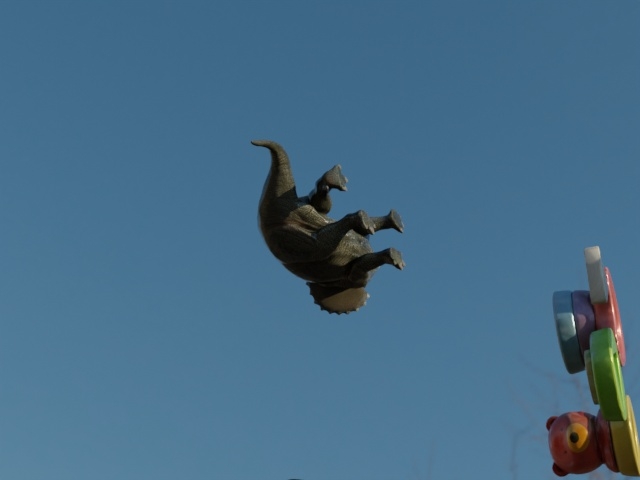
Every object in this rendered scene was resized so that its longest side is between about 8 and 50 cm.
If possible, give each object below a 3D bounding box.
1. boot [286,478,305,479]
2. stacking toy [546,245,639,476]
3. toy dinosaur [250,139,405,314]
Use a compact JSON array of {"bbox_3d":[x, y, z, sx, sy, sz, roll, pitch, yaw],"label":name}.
[{"bbox_3d":[0.039,0.368,1.401,0.236,0.178,0.085,21,-25,8],"label":"boot"},{"bbox_3d":[0.377,0.179,1.991,0.130,0.308,0.279,-11,-31,15],"label":"stacking toy"},{"bbox_3d":[0.000,0.000,1.638,0.160,0.121,0.313,-29,-43,26],"label":"toy dinosaur"}]
